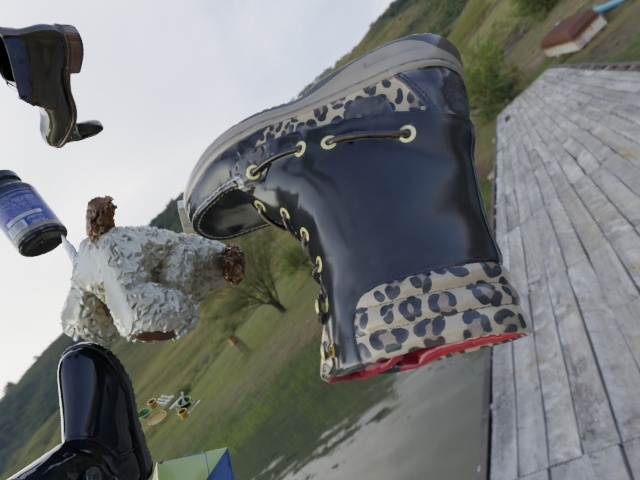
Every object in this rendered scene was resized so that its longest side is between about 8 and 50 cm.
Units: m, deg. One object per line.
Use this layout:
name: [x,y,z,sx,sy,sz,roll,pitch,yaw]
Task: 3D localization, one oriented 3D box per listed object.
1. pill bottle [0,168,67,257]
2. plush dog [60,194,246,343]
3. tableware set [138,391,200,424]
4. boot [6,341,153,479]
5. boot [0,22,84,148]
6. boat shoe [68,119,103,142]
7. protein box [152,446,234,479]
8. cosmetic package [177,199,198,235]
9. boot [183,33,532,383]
pill bottle: [-0.775,-0.074,1.062,0.123,0.219,0.123,-40,-7,-6]
plush dog: [-0.245,0.045,0.643,0.262,0.211,0.225,-11,-7,34]
tableware set: [-0.399,0.436,1.066,0.154,0.024,0.104,-4,21,28]
boot: [-0.329,0.268,0.538,0.094,0.246,0.207,-23,-3,2]
boot: [-0.453,-0.237,0.646,0.106,0.082,0.219,-31,-23,-53]
boat shoe: [-0.717,-0.321,1.202,0.152,0.056,0.049,-30,32,-26]
protein box: [-0.237,0.541,0.758,0.136,0.200,0.201,3,-53,-29]
cosmetic package: [-0.338,-0.051,1.087,0.060,0.115,0.041,-12,37,-13]
boot: [0.000,0.000,0.430,0.377,0.284,0.138,-22,-25,26]
